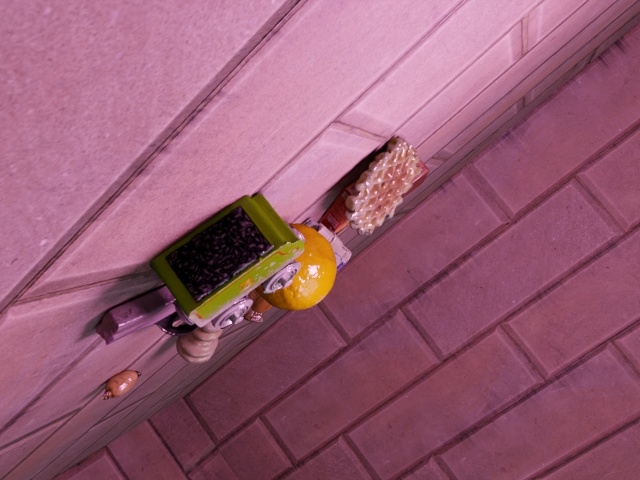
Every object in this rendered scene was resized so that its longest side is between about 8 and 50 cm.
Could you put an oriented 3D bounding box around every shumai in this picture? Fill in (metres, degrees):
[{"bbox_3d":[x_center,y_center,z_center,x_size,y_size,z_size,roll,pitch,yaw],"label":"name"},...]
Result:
[{"bbox_3d":[-0.281,0.281,2.405,0.099,0.123,0.087,10,94,-54],"label":"shumai"}]

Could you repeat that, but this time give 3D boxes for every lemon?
[{"bbox_3d":[-0.072,0.068,1.531,0.236,0.236,0.263,-43,161,31],"label":"lemon"}]

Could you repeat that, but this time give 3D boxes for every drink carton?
[{"bbox_3d":[0.087,-0.105,1.821,0.096,0.071,0.223,-35,172,-31],"label":"drink carton"}]

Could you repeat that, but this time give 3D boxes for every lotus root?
[{"bbox_3d":[-0.626,0.448,1.834,0.072,0.063,0.152,-10,-162,37],"label":"lotus root"}]

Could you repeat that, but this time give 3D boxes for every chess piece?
[{"bbox_3d":[-0.369,0.282,1.881,0.133,0.133,0.243,-31,162,-43],"label":"chess piece"}]

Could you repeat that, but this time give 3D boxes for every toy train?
[{"bbox_3d":[-0.177,0.046,1.201,0.307,0.173,0.249,-36,163,-11],"label":"toy train"}]

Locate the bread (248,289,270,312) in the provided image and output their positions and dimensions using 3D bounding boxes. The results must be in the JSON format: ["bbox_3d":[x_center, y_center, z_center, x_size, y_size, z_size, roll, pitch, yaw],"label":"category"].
[{"bbox_3d":[-0.178,0.172,2.102,0.140,0.106,0.236,-33,172,-44],"label":"bread"}]

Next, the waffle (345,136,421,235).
[{"bbox_3d":[0.178,-0.148,1.673,0.292,0.056,0.309,-53,157,1],"label":"waffle"}]

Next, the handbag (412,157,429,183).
[{"bbox_3d":[0.326,-0.225,2.207,0.151,0.072,0.193,-37,174,-5],"label":"handbag"}]

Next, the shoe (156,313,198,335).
[{"bbox_3d":[-0.360,0.200,1.502,0.108,0.093,0.241,-39,170,0],"label":"shoe"}]

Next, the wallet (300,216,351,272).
[{"bbox_3d":[-0.028,0.063,1.856,0.223,0.077,0.309,-48,151,-1],"label":"wallet"}]

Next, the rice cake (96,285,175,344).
[{"bbox_3d":[-0.360,0.141,1.311,0.106,0.050,0.298,-45,170,36],"label":"rice cake"}]
